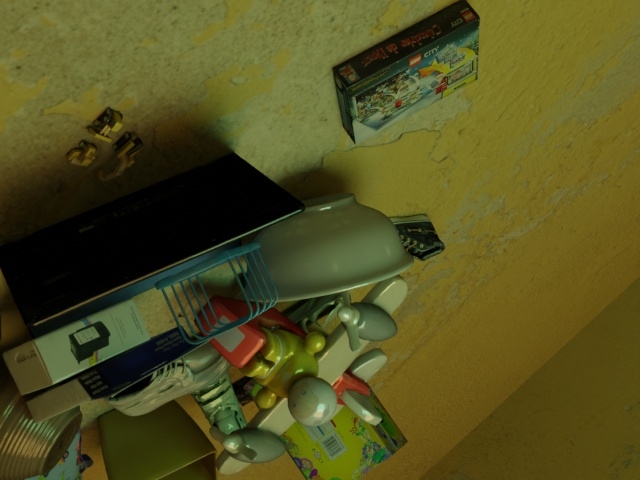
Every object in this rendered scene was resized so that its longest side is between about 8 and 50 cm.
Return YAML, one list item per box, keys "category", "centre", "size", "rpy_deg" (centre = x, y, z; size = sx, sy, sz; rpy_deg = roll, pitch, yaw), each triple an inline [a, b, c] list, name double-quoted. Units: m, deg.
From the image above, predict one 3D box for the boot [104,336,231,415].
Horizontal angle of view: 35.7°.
- category: "boot"
  centre: [-0.283, 0.248, 1.868]
  size: [0.258, 0.095, 0.123]
  rpy_deg: [-32, 160, 0]

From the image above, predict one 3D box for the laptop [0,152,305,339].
- category: "laptop"
  centre: [-0.245, 0.055, 1.455]
  size: [0.382, 0.408, 0.236]
  rpy_deg: [-24, 118, -17]

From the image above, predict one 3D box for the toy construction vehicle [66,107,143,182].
- category: "toy construction vehicle"
  centre: [-0.282, -0.122, 1.325]
  size: [0.098, 0.035, 0.086]
  rpy_deg: [-40, 152, 14]

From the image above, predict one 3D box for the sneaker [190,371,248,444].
- category: "sneaker"
  centre: [-0.202, 0.337, 2.044]
  size: [0.094, 0.151, 0.256]
  rpy_deg: [-28, 152, -5]

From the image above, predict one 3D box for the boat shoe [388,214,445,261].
- category: "boat shoe"
  centre: [0.163, 0.001, 1.951]
  size: [0.183, 0.083, 0.065]
  rpy_deg: [-12, 146, -35]

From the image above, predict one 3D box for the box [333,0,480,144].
- category: "box"
  centre: [0.137, -0.257, 1.538]
  size: [0.233, 0.044, 0.159]
  rpy_deg: [-29, 153, -8]

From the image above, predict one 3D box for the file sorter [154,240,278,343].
- category: "file sorter"
  centre: [-0.143, 0.076, 1.447]
  size: [0.118, 0.104, 0.170]
  rpy_deg: [-24, 180, 12]

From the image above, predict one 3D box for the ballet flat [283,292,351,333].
- category: "ballet flat"
  centre: [-0.029, 0.163, 2.032]
  size: [0.213, 0.068, 0.072]
  rpy_deg: [-37, 153, 10]

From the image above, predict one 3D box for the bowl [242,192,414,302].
- category: "bowl"
  centre: [0.000, 0.000, 1.659]
  size: [0.298, 0.134, 0.298]
  rpy_deg: [-12, -172, 2]

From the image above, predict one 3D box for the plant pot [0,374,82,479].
- category: "plant pot"
  centre: [-0.471, 0.310, 1.636]
  size: [0.237, 0.110, 0.237]
  rpy_deg: [-59, 174, -10]

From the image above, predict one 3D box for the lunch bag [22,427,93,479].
- category: "lunch bag"
  centre: [-0.554, 0.468, 1.865]
  size: [0.293, 0.138, 0.220]
  rpy_deg: [-20, 126, -41]

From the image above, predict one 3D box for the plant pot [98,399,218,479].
- category: "plant pot"
  centre: [-0.344, 0.433, 2.012]
  size: [0.212, 0.187, 0.212]
  rpy_deg: [-24, 152, -19]

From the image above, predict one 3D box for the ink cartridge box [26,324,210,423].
- category: "ink cartridge box"
  centre: [-0.314, 0.201, 1.550]
  size: [0.224, 0.045, 0.223]
  rpy_deg: [-24, -178, 41]

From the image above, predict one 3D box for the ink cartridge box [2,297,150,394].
- category: "ink cartridge box"
  centre: [-0.368, 0.160, 1.495]
  size: [0.175, 0.072, 0.127]
  rpy_deg: [-25, -178, -40]

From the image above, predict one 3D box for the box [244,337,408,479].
- category: "box"
  centre: [0.019, 0.373, 2.123]
  size: [0.177, 0.290, 0.279]
  rpy_deg: [-37, 169, 6]

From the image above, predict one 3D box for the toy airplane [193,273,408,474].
- category: "toy airplane"
  centre: [-0.022, 0.253, 1.807]
  size: [0.385, 0.272, 0.386]
  rpy_deg: [-9, 118, -12]

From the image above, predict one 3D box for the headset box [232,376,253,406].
- category: "headset box"
  centre: [-0.161, 0.334, 2.214]
  size: [0.062, 0.032, 0.083]
  rpy_deg: [-30, 154, -5]
